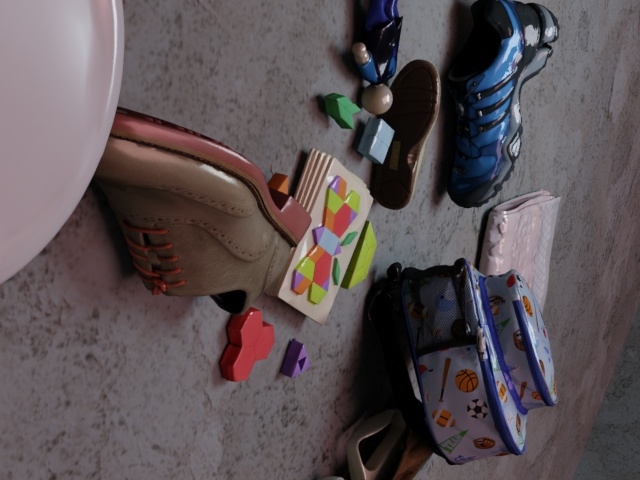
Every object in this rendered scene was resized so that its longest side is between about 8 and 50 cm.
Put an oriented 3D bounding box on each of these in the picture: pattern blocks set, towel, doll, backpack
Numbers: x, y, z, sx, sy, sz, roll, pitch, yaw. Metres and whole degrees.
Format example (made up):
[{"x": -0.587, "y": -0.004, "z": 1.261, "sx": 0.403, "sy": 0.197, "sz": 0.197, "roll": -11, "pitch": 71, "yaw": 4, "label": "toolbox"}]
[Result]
[{"x": 0.000, "y": 0.000, "z": 1.146, "sx": 0.285, "sy": 0.026, "sz": 0.324, "roll": 8, "pitch": 98, "yaw": -63, "label": "pattern blocks set"}, {"x": 0.347, "y": 0.085, "z": 1.823, "sx": 0.317, "sy": 0.053, "sz": 0.331, "roll": -19, "pitch": 118, "yaw": -58, "label": "towel"}, {"x": 0.069, "y": -0.233, "z": 1.150, "sx": 0.129, "sy": 0.046, "sz": 0.189, "roll": -46, "pitch": 148, "yaw": -55, "label": "doll"}, {"x": 0.212, "y": 0.169, "z": 1.382, "sx": 0.276, "sy": 0.213, "sz": 0.263, "roll": 28, "pitch": 56, "yaw": -62, "label": "backpack"}]

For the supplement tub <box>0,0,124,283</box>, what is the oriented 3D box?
[{"x": -0.235, "y": -0.088, "z": 0.403, "sx": 0.191, "sy": 0.272, "sz": 0.191, "roll": -37, "pitch": 134, "yaw": -51, "label": "supplement tub"}]

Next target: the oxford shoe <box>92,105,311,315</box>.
[{"x": -0.113, "y": -0.014, "z": 0.840, "sx": 0.348, "sy": 0.123, "sz": 0.130, "roll": 34, "pitch": 78, "yaw": -60, "label": "oxford shoe"}]

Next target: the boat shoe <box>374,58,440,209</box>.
[{"x": 0.108, "y": -0.136, "z": 1.267, "sx": 0.072, "sy": 0.068, "sz": 0.190, "roll": -41, "pitch": 148, "yaw": -66, "label": "boat shoe"}]

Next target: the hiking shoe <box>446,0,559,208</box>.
[{"x": 0.220, "y": -0.196, "z": 1.424, "sx": 0.132, "sy": 0.113, "sz": 0.304, "roll": 8, "pitch": 104, "yaw": -32, "label": "hiking shoe"}]

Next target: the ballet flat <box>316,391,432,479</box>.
[{"x": 0.059, "y": 0.329, "z": 1.358, "sx": 0.342, "sy": 0.116, "sz": 0.124, "roll": -51, "pitch": 124, "yaw": -39, "label": "ballet flat"}]
